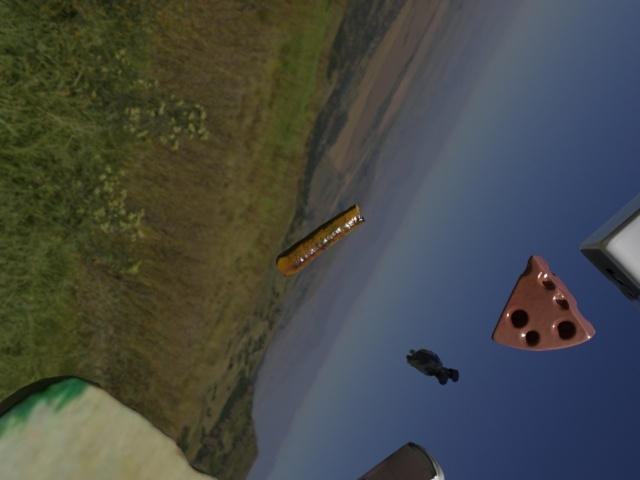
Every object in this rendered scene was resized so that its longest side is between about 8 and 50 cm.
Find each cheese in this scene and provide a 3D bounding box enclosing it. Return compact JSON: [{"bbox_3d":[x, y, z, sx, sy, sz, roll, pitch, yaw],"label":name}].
[{"bbox_3d":[0.495,0.158,1.320,0.128,0.177,0.203,8,108,-63],"label":"cheese"}]

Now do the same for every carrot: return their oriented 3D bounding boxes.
[{"bbox_3d":[0.000,0.000,1.589,0.260,0.070,0.070,-36,179,6],"label":"carrot"}]

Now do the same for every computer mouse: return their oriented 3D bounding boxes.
[{"bbox_3d":[0.097,0.445,1.051,0.245,0.056,0.126,-33,-147,-10],"label":"computer mouse"}]

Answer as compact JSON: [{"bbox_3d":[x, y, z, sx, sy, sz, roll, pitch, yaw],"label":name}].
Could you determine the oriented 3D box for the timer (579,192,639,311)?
[{"bbox_3d":[0.548,0.015,0.943,0.192,0.195,0.194,-43,170,8],"label":"timer"}]

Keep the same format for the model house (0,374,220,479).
[{"bbox_3d":[-0.341,0.399,0.679,0.342,0.334,0.382,-46,-176,38],"label":"model house"}]

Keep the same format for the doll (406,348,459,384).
[{"bbox_3d":[0.299,0.340,1.698,0.195,0.096,0.070,-152,-116,-63],"label":"doll"}]
